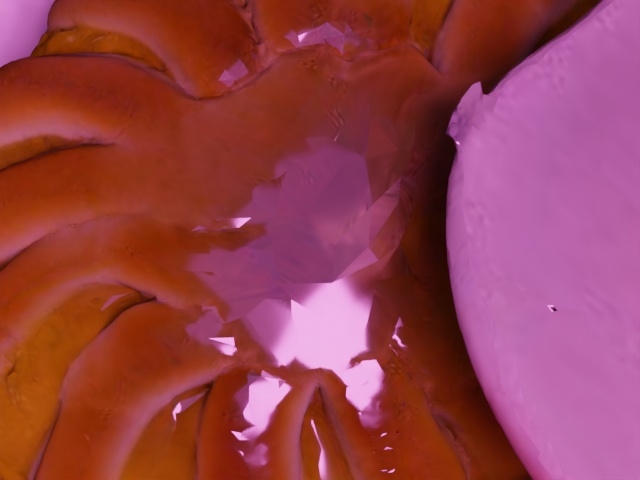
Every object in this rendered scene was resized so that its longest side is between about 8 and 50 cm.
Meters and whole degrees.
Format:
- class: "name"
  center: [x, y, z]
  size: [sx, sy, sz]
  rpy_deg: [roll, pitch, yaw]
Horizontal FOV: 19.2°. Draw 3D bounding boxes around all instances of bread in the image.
- class: "bread"
  center: [0.000, 0.000, 0.502]
  size: [0.213, 0.105, 0.213]
  rpy_deg: [1, 82, -4]

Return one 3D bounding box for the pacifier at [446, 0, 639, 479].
- class: "pacifier"
  center: [0.169, -0.052, 0.417]
  size: [0.273, 0.220, 0.332]
  rpy_deg: [47, 60, -31]
